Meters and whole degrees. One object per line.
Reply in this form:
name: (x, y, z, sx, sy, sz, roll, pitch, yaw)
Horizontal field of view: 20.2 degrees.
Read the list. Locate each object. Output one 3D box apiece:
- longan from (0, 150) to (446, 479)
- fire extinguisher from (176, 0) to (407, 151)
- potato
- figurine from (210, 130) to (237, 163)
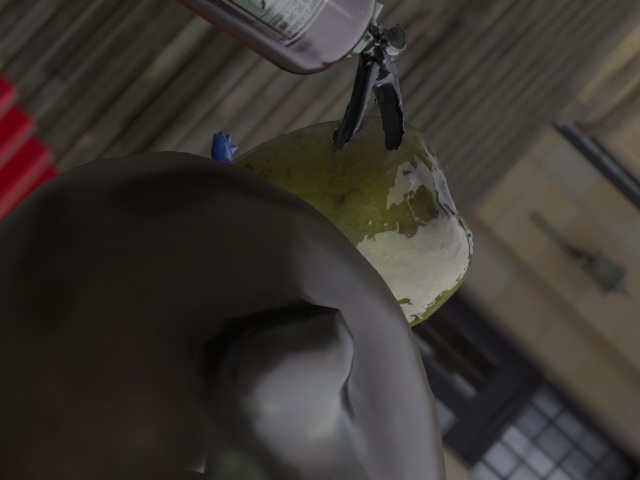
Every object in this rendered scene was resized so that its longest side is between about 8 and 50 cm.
longan: (-0.059, 0.105, 0.808, 0.243, 0.300, 0.300, -17, 170, -34)
fire extinguisher: (-0.035, -0.119, 0.857, 0.071, 0.231, 0.099, -11, -122, 42)
potato: (0.000, 0.001, 1.228, 0.200, 0.154, 0.137, -19, 173, 9)
figurine: (-0.070, 0.025, 1.808, 0.262, 0.121, 0.164, -105, -151, -43)
